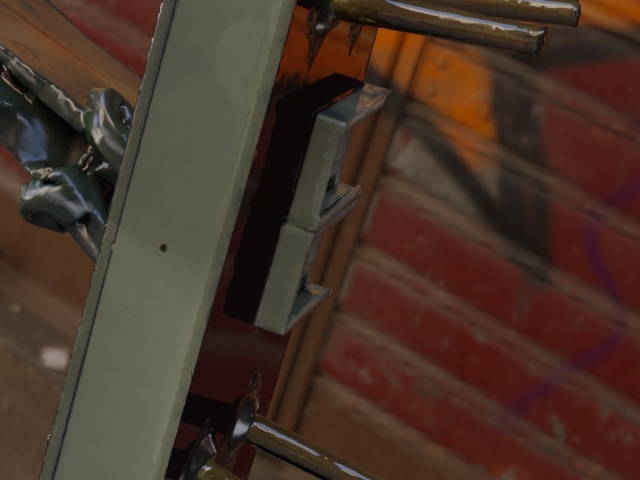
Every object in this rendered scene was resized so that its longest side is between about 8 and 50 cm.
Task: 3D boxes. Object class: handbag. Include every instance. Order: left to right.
[{"bbox_3d":[-0.130,-0.065,0.901,0.247,0.079,0.260,37,5,11],"label":"handbag"}]

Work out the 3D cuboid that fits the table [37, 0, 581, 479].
[{"bbox_3d":[0.000,0.000,0.594,0.111,0.240,0.121,20,18,11],"label":"table"}]
